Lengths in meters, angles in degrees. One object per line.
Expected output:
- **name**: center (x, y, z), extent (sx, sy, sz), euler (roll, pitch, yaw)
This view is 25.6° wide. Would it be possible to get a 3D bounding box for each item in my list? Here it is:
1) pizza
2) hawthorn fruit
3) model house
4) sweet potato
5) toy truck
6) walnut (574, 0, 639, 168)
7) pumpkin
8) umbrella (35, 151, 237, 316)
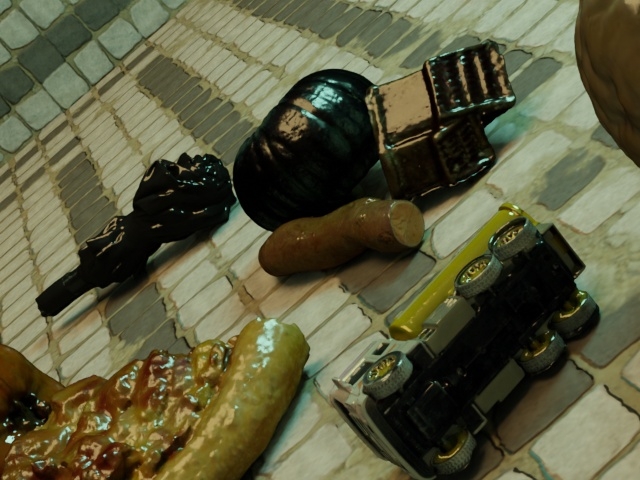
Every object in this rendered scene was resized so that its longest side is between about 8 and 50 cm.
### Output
- **pizza**: center (-0.183, 0.204, 1.291), extent (0.409, 0.114, 0.278), euler (-35, 27, -3)
- **hawthorn fruit**: center (-0.360, 0.224, 1.466), extent (0.225, 0.196, 0.196), euler (-41, 17, 34)
- **model house**: center (0.131, -0.120, 1.432), extent (0.152, 0.106, 0.165), euler (-22, 67, 22)
- **sweet potato**: center (0.000, 0.000, 1.458), extent (0.281, 0.059, 0.067), euler (-14, 24, 49)
- **toy truck**: center (0.109, 0.072, 1.056), extent (0.227, 0.098, 0.114), euler (-45, 16, -19)
- **walnut**: center (0.299, -0.138, 0.959), extent (0.248, 0.248, 0.248), euler (-35, 20, 15)
- **pumpkin**: center (-0.005, -0.095, 1.549), extent (0.202, 0.140, 0.202), euler (-52, 2, 3)
- **umbrella**: center (-0.255, 0.000, 1.871), extent (0.340, 0.118, 0.118), euler (-36, 20, 24)
